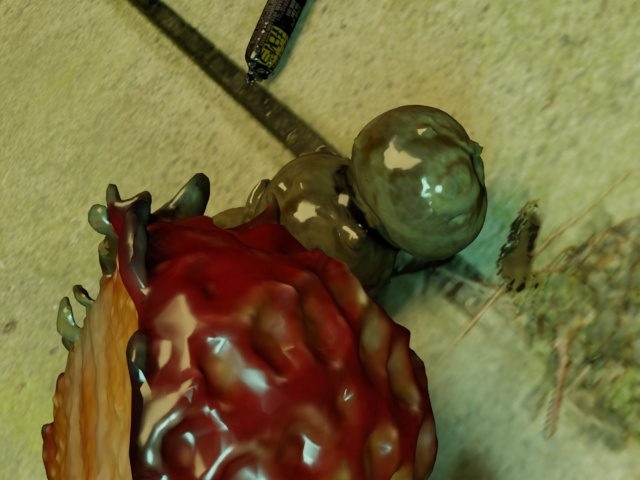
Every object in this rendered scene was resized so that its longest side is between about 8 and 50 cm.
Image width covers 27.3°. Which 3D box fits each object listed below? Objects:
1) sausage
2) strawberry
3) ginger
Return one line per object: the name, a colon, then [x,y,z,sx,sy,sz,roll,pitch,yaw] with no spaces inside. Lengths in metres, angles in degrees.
sausage: [-0.009,-0.188,0.901,0.025,0.028,0.198,-12,48,57]
strawberry: [-0.030,0.118,0.539,0.280,0.150,0.253,-109,29,-46]
ginger: [0.000,0.000,0.667,0.204,0.080,0.104,-30,19,30]
